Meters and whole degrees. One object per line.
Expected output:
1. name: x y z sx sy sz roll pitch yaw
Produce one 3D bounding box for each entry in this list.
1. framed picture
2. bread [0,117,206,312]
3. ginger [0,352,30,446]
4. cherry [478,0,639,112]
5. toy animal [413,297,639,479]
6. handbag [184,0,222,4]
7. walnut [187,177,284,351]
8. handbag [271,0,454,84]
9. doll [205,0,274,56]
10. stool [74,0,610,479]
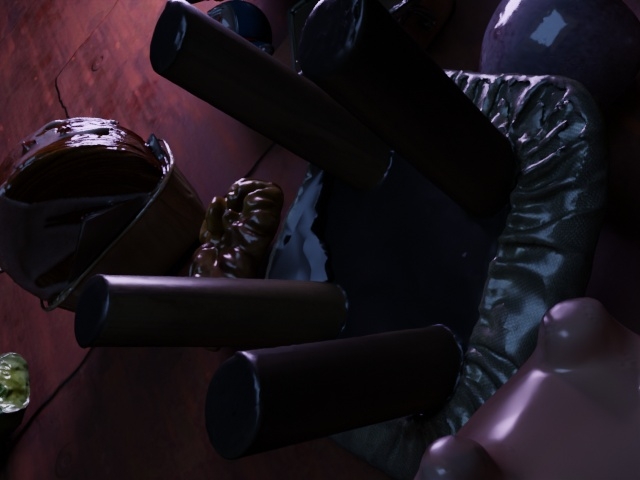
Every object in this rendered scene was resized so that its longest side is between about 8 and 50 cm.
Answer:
1. framed picture: 0.027 -0.228 0.871 0.149 0.011 0.109 -30 46 30
2. bread: -0.247 -0.024 0.965 0.224 0.212 0.142 -47 36 9
3. ginger: -0.446 0.251 1.082 0.137 0.089 0.290 41 101 32
4. cherry: 0.174 -0.155 0.718 0.188 0.115 0.148 -121 32 -55
5. toy animal: 0.110 0.196 0.455 0.326 0.269 0.237 -34 33 -25
6. handbag: -0.038 -0.428 1.077 0.329 0.122 0.303 4 55 52
7. walnut: -0.087 0.015 0.849 0.143 0.069 0.170 125 164 -60
8. handbag: 0.038 -0.204 0.907 0.193 0.072 0.151 -50 40 5
9. doll: -0.095 -0.222 1.046 0.114 0.085 0.152 -47 47 41
10. stool: 0.000 0.000 0.634 0.310 0.226 0.310 17 92 55
